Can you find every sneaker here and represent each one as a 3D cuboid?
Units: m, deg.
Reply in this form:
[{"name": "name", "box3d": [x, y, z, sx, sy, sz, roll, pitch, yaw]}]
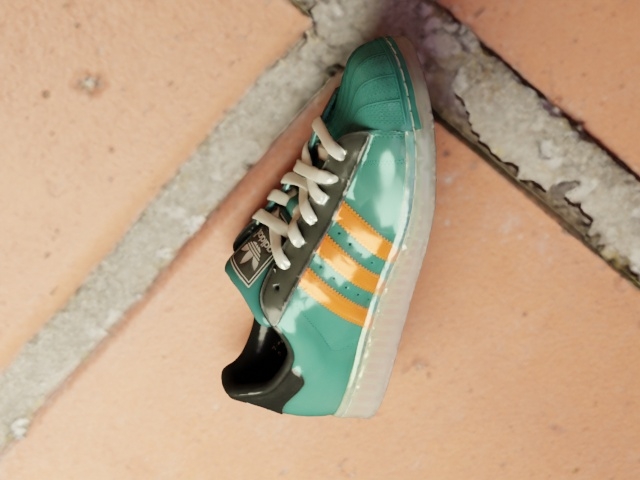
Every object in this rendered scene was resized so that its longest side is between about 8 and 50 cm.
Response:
[{"name": "sneaker", "box3d": [0.000, 0.000, 1.197, 0.121, 0.108, 0.302, 0, 119, -17]}]
